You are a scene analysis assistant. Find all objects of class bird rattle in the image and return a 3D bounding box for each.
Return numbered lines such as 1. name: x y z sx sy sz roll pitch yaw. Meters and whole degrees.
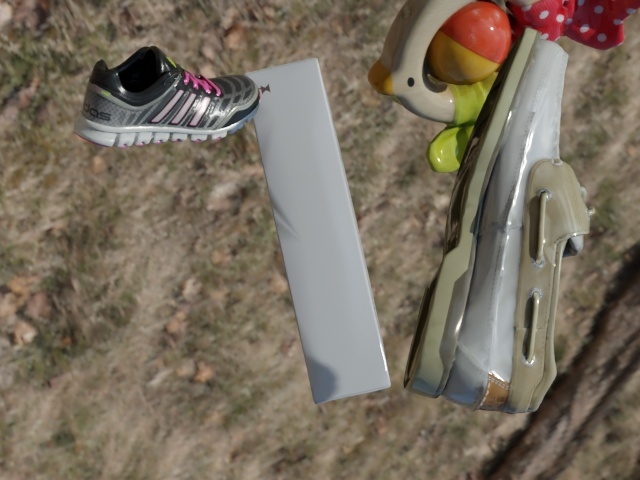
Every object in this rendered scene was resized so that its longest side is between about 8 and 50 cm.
1. bird rattle: 0.157 -0.171 1.027 0.207 0.143 0.253 12 133 -41

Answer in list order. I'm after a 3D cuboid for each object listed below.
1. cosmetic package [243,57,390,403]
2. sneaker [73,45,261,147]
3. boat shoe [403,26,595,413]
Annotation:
1. cosmetic package: 0.000 0.000 1.399 0.098 0.377 0.284 -13 175 3
2. sneaker: -0.122 -0.126 0.966 0.170 0.063 0.074 -11 129 -30
3. boat shoe: 0.152 -0.014 0.890 0.103 0.302 0.113 17 168 1
